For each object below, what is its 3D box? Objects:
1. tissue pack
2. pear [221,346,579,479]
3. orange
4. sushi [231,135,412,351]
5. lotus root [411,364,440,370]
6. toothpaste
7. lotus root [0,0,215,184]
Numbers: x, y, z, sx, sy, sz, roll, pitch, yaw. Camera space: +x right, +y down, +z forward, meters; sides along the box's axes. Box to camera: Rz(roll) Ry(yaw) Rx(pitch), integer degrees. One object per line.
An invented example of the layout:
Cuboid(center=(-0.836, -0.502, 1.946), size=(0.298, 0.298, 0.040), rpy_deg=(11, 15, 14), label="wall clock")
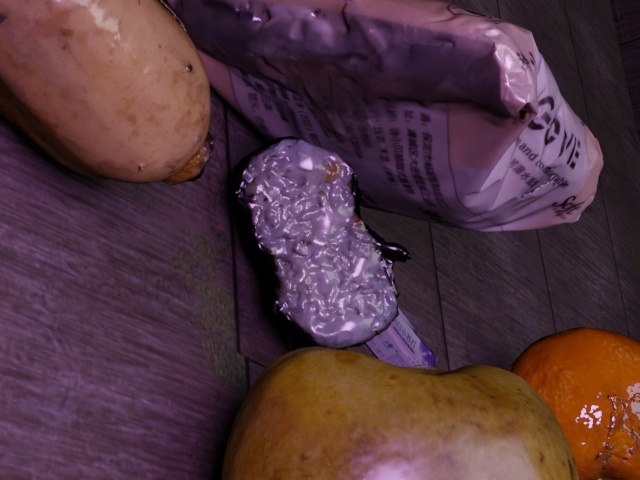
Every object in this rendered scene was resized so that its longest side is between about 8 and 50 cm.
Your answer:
Cuboid(center=(0.077, -0.138, 1.292), size=(0.375, 0.390, 0.195), rpy_deg=(30, 80, -62), label="tissue pack")
Cuboid(center=(0.057, 0.236, 1.077), size=(0.304, 0.304, 0.304), rpy_deg=(43, 38, -47), label="pear")
Cuboid(center=(0.359, 0.234, 1.731), size=(0.246, 0.246, 0.246), rpy_deg=(43, 38, -47), label="orange")
Cuboid(center=(0.000, 0.000, 1.253), size=(0.212, 0.147, 0.115), rpy_deg=(64, -7, 0), label="sushi")
Cuboid(center=(0.136, 0.229, 1.470), size=(0.183, 0.077, 0.090), rpy_deg=(64, 33, -11), label="lotus root")
Cuboid(center=(0.074, 0.101, 1.470), size=(0.196, 0.040, 0.047), rpy_deg=(51, 30, -37), label="toothpaste")
Cuboid(center=(-0.178, -0.136, 0.962), size=(0.284, 0.146, 0.160), rpy_deg=(46, -1, -41), label="lotus root")
